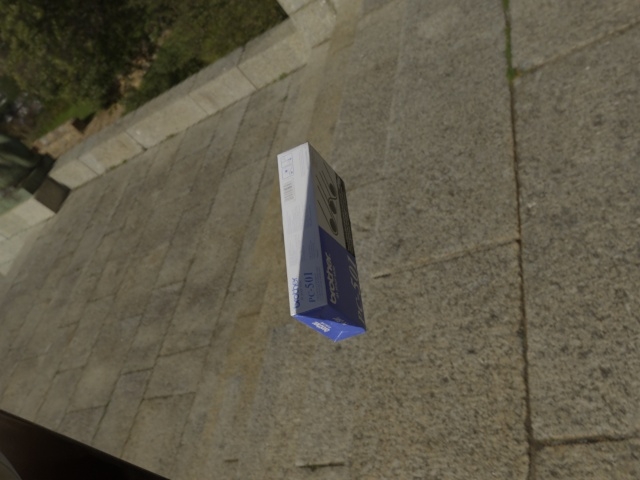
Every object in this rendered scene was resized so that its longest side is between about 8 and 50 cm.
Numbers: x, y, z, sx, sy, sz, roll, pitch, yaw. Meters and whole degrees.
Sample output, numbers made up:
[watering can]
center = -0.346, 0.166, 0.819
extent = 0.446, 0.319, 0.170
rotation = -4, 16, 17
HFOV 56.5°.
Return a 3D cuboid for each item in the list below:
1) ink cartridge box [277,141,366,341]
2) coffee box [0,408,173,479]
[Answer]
[ink cartridge box]
center = 0.000, 0.000, 0.676
extent = 0.046, 0.097, 0.207
rotation = -20, 57, 21
[coffee box]
center = -0.219, 0.172, 0.310
extent = 0.118, 0.297, 0.168
rotation = -28, 36, 45
